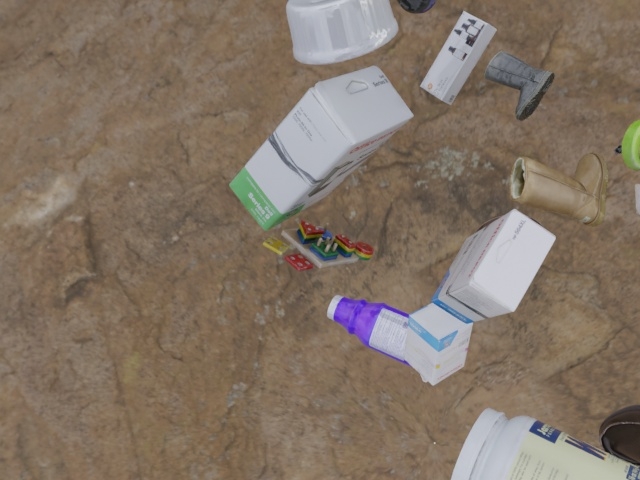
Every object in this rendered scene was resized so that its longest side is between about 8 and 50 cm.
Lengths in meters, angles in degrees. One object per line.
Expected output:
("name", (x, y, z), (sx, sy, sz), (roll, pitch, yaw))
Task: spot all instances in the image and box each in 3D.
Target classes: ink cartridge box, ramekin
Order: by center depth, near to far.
("ink cartridge box", (0.282, 0.051, 0.994), (0.086, 0.203, 0.148), (34, 76, 1))
("ink cartridge box", (-0.002, -0.166, 1.081), (0.121, 0.289, 0.211), (53, 45, 3))
("ink cartridge box", (0.232, 0.208, 1.184), (0.092, 0.143, 0.090), (-21, 41, -28))
("ramekin", (0.047, -0.563, 1.485), (0.277, 0.135, 0.277), (-12, 36, 9))

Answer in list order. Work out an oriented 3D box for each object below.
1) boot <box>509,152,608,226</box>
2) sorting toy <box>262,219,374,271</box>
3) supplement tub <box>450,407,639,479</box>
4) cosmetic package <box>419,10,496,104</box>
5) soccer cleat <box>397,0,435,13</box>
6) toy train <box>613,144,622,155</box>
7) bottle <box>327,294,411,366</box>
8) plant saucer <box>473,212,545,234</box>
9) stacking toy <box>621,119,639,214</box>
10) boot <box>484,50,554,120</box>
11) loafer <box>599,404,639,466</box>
("boot", (0.645, -0.174, 1.601), (0.269, 0.089, 0.236), (17, 61, -16))
("sorting toy", (0.000, 0.000, 1.300), (0.132, 0.274, 0.046), (40, 119, 31))
("supplement tub", (0.428, 0.475, 1.099), (0.325, 0.235, 0.235), (21, 76, 30))
("cosmetic package", (0.394, -0.525, 1.709), (0.099, 0.060, 0.239), (46, 117, 37))
("soccer cleat", (0.152, -0.596, 1.189), (0.093, 0.121, 0.289), (-18, 106, 30))
("toy train", (0.947, -0.294, 1.794), (0.158, 0.036, 0.027), (-23, 89, -17))
("bottle", (0.153, 0.217, 1.468), (0.283, 0.092, 0.118), (21, 89, 23))
("plant saucer", (0.524, -0.014, 1.657), (0.198, 0.199, 0.036), (-3, 48, 10))
("stacking toy", (0.936, -0.220, 1.525), (0.279, 0.130, 0.309), (-30, 111, -19))
("boot", (0.602, -0.491, 1.868), (0.208, 0.076, 0.190), (35, 88, 32))
("loafer", (0.747, 0.437, 1.266), (0.130, 0.366, 0.134), (-29, 88, -33))
